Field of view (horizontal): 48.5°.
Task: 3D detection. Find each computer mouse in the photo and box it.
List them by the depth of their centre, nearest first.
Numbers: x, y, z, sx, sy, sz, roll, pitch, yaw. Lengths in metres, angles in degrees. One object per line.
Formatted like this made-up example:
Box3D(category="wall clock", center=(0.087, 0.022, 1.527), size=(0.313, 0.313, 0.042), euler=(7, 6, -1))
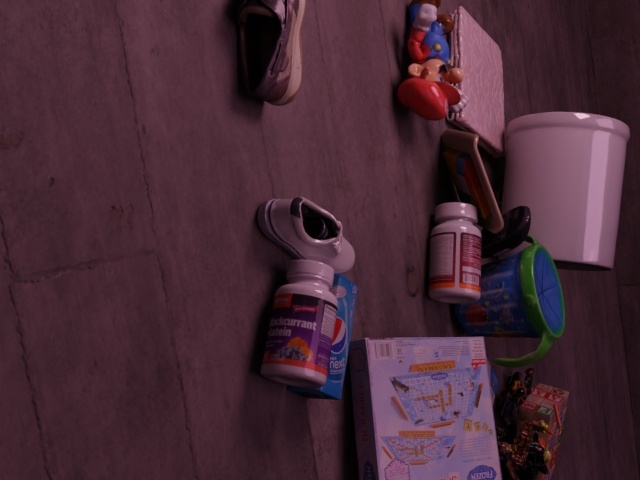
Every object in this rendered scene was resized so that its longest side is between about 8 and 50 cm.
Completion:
Box3D(category="computer mouse", center=(0.434, -0.024, 1.744), size=(0.060, 0.262, 0.184), euler=(34, 48, -15))

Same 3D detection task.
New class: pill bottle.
Box3D(category="pill bottle", center=(-0.030, 0.135, 1.162), size=(0.108, 0.108, 0.194), euler=(35, 57, -48))
Box3D(category="pill bottle", center=(0.317, 0.030, 1.672), size=(0.121, 0.121, 0.221), euler=(25, 65, -52))

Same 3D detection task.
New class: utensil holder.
Box3D(category="utensil holder", center=(0.664, -0.123, 1.958), size=(0.327, 0.327, 0.386), euler=(12, 82, -54))

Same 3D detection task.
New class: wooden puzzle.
Box3D(category="wooden puzzle", center=(0.359, -0.145, 1.725), size=(0.221, 0.044, 0.239), euler=(-125, -164, -74))

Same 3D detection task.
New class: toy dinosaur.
Box3D(category="toy dinosaur", center=(0.425, 0.539, 1.648), size=(0.322, 0.164, 0.219), euler=(-76, 166, -52))

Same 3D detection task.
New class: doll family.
Box3D(category="doll family", center=(0.555, 0.431, 2.008), size=(0.193, 0.076, 0.111), euler=(-56, 145, -46))

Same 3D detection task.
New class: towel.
Box3D(category="towel", center=(0.434, -0.429, 1.967), size=(0.317, 0.053, 0.332), euler=(19, 70, -52))

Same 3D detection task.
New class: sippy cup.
Box3D(category="sippy cup", center=(0.460, 0.143, 1.763), size=(0.240, 0.224, 0.305), euler=(63, 35, -21))

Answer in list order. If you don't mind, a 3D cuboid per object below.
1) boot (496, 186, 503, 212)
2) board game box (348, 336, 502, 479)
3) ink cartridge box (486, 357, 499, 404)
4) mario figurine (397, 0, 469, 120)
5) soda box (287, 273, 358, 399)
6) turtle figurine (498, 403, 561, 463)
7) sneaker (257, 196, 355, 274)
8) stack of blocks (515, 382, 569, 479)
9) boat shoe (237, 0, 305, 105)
Box3D(category="boot", center=(0.565, -0.146, 2.119), size=(0.085, 0.059, 0.158), euler=(48, 50, -35))
Box3D(category="board game box", center=(0.209, 0.351, 1.396), size=(0.318, 0.066, 0.318), euler=(5, 73, -33))
Box3D(category="ink cartridge box", center=(0.348, 0.377, 1.703), size=(0.148, 0.085, 0.203), euler=(58, 42, -34))
Box3D(category="mario figurine", center=(0.279, -0.417, 1.626), size=(0.198, 0.170, 0.321), euler=(14, 62, -18))
Box3D(category="soda box", center=(0.007, 0.167, 1.243), size=(0.067, 0.071, 0.210), euler=(35, 58, -48))
Box3D(category="turtle figurine", center=(0.521, 0.550, 1.851), size=(0.217, 0.087, 0.270), euler=(4, 99, -17))
Box3D(category="sneaker", center=(0.000, 0.000, 1.237), size=(0.258, 0.091, 0.094), euler=(29, 62, -50))
Box3D(category="stack of blocks", center=(0.613, 0.576, 1.998), size=(0.171, 0.087, 0.297), euler=(-20, 118, -53))
Box3D(category="boat shoe", center=(-0.087, -0.366, 1.154), size=(0.092, 0.102, 0.285), euler=(-8, 98, -61))
